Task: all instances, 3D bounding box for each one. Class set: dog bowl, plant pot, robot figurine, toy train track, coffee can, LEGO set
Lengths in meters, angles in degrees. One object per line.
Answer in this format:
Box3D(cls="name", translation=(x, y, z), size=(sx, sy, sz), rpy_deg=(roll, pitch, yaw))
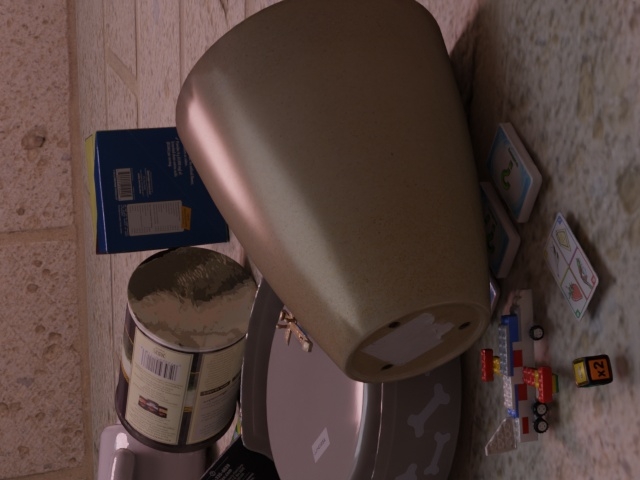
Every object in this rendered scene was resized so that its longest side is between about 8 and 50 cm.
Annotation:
Box3D(cls="dog bowl", translation=(0.026, 0.155, 1.181), size=(0.348, 0.102, 0.349), rpy_deg=(-175, 90, -66))
Box3D(cls="plant pot", translation=(0.033, -0.027, 0.976), size=(0.256, 0.256, 0.274), rpy_deg=(112, 144, -53))
Box3D(cls="robot figurine", translation=(-0.314, 0.460, 2.111), size=(0.300, 0.199, 0.354), rpy_deg=(32, -123, -63))
Box3D(cls="toy train track", translation=(-0.029, 0.092, 1.174), size=(0.083, 0.014, 0.048), rpy_deg=(-136, 55, -59))
Box3D(cls="coffee can", translation=(-0.213, 0.175, 1.800), size=(0.275, 0.201, 0.202), rpy_deg=(106, 152, -45))
Box3D(cls="LEGO set", translation=(0.155, 0.050, 0.931), size=(0.182, 0.060, 0.244), rpy_deg=(102, 157, -44))

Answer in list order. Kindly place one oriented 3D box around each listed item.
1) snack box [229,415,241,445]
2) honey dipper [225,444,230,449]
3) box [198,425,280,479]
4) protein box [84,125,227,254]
Box3D(cls="snack box", translation=(-0.103, 0.355, 1.778), size=(0.100, 0.037, 0.141), rpy_deg=(107, 151, -51))
Box3D(cls="honey dipper", translation=(-0.146, 0.418, 1.935), size=(0.030, 0.030, 0.161), rpy_deg=(-130, 37, -58))
Box3D(cls="box", translation=(-0.075, 0.334, 1.310), size=(0.163, 0.247, 0.142), rpy_deg=(33, 137, 14))
Box3D(cls="protein box", translation=(-0.273, -0.084, 1.897), size=(0.136, 0.201, 0.200), rpy_deg=(177, 88, -71))
